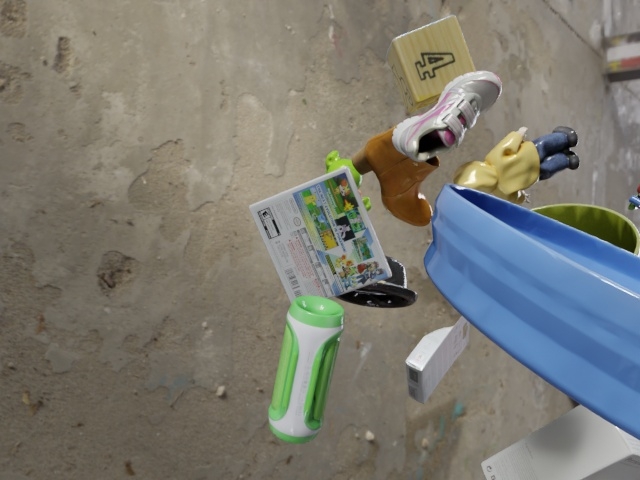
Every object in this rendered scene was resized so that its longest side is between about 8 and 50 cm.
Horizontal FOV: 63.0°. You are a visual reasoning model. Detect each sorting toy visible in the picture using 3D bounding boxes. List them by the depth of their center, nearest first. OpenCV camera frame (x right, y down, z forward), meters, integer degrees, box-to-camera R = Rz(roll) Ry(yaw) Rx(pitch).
[{"bbox_3d":[0.734,-0.096,1.180,0.061,0.042,0.102,-35,143,-16],"label":"sorting toy"}]

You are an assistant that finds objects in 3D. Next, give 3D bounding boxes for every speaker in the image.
[{"bbox_3d":[-0.032,0.274,1.110,0.131,0.131,0.296,-4,111,-47],"label":"speaker"}]

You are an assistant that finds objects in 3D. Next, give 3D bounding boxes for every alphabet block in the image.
[{"bbox_3d":[0.324,-0.514,1.548,0.192,0.194,0.197,-72,141,-83],"label":"alphabet block"}]

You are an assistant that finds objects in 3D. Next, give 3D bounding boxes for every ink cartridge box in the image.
[{"bbox_3d":[0.310,0.292,1.372,0.232,0.066,0.189,-48,145,-28],"label":"ink cartridge box"}]

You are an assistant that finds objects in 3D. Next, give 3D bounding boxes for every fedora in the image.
[{"bbox_3d":[0.195,0.142,1.925,0.334,0.334,0.152,32,60,-44],"label":"fedora"}]

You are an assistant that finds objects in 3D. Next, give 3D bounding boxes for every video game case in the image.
[{"bbox_3d":[0.000,0.000,1.451,0.036,0.300,0.328,-56,124,-75],"label":"video game case"}]

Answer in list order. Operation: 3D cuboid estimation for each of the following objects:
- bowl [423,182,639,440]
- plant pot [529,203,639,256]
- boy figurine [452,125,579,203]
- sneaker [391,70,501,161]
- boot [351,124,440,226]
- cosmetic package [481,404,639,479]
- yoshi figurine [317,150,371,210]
[{"bbox_3d":[0.267,0.067,0.424,0.391,0.391,0.077,6,112,-47],"label":"bowl"},{"bbox_3d":[0.466,0.124,1.006,0.275,0.275,0.293,-45,125,-35],"label":"plant pot"},{"bbox_3d":[0.435,-0.157,1.175,0.285,0.092,0.177,-21,115,-4],"label":"boy figurine"},{"bbox_3d":[0.274,-0.246,1.095,0.103,0.252,0.111,38,24,-32],"label":"sneaker"},{"bbox_3d":[0.228,-0.150,1.297,0.295,0.211,0.104,40,65,-18],"label":"boot"},{"bbox_3d":[0.637,0.567,1.328,0.217,0.385,0.156,21,37,-30],"label":"cosmetic package"},{"bbox_3d":[0.074,-0.183,1.692,0.362,0.204,0.202,-43,142,-77],"label":"yoshi figurine"}]
